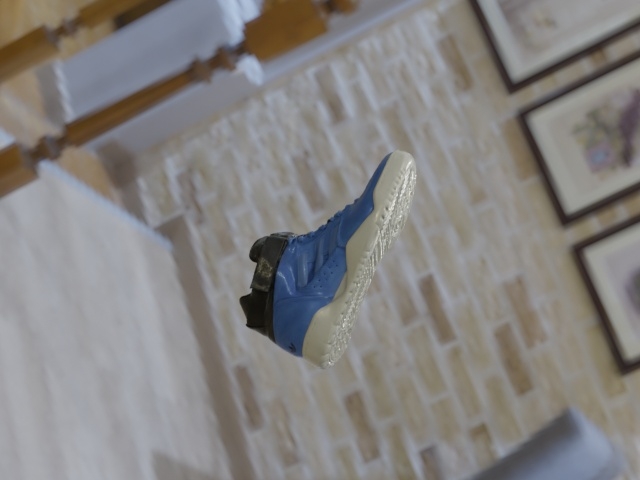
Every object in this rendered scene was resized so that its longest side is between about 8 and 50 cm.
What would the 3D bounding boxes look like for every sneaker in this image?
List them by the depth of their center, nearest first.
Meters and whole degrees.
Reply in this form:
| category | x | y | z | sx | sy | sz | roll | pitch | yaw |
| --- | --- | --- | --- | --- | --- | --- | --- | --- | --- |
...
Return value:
| category | x | y | z | sx | sy | sz | roll | pitch | yaw |
| --- | --- | --- | --- | --- | --- | --- | --- | --- | --- |
| sneaker | 0.000 | 0.000 | 1.038 | 0.084 | 0.152 | 0.058 | 25 | 3 | 20 |
